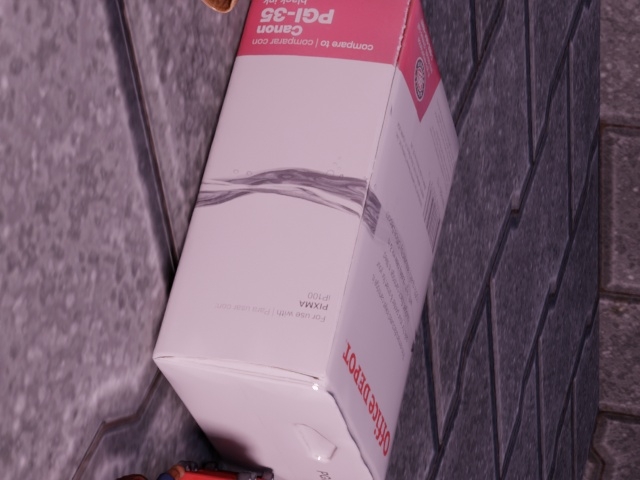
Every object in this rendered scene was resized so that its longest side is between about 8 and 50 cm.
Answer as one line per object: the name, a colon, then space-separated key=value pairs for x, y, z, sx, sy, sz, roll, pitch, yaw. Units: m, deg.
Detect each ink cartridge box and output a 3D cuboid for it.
ink cartridge box: x=0.000 y=0.000 z=1.144 sx=0.207 sy=0.117 sz=0.283 roll=67 pitch=33 yaw=-59

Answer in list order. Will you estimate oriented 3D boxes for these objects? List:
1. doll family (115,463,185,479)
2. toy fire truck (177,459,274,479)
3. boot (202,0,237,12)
doll family: x=-0.120 y=0.206 z=0.921 sx=0.111 sy=0.076 sz=0.193 roll=68 pitch=28 yaw=-51
toy fire truck: x=-0.074 y=0.207 z=1.071 sx=0.192 sy=0.047 sz=0.135 roll=45 pitch=55 yaw=-79
boot: x=-0.034 y=-0.197 z=1.040 sx=0.197 sy=0.073 sz=0.152 roll=53 pitch=44 yaw=-50
